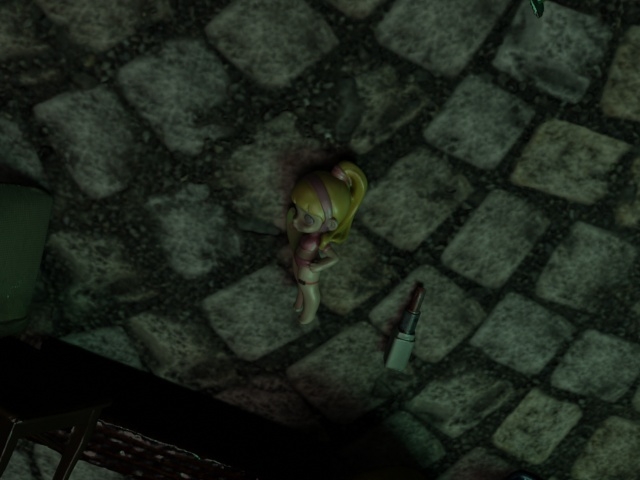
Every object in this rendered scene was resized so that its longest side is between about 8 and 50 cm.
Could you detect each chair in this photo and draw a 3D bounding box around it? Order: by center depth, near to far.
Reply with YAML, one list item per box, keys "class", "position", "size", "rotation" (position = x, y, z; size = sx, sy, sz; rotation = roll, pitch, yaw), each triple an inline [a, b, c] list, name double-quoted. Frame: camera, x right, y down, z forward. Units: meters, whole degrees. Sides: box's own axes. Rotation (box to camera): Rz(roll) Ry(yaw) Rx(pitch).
- class: "chair"
  position: [-0.316, 0.122, 1.328]
  size: [0.186, 0.160, 0.319]
  rotation: [30, 104, 26]

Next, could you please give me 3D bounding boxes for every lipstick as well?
- class: "lipstick"
  position: [0.099, 0.098, 1.485]
  size: [0.025, 0.025, 0.107]
  rotation: [12, 116, -10]

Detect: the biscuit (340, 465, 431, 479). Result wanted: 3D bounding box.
- class: "biscuit"
  position: [0.005, 0.379, 1.540]
  size: [0.314, 0.063, 0.367]
  rotation: [-36, 152, 4]

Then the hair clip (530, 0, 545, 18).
- class: "hair clip"
  position: [0.182, -0.283, 1.224]
  size: [0.049, 0.049, 0.173]
  rotation: [-27, 119, 15]

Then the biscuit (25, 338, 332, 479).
- class: "biscuit"
  position: [-0.167, 0.230, 1.513]
  size: [0.388, 0.107, 0.073]
  rotation: [22, 120, -16]

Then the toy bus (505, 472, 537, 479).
- class: "toy bus"
  position: [0.198, 0.463, 1.626]
  size: [0.152, 0.190, 0.312]
  rotation: [38, 115, -6]

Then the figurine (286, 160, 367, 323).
- class: "figurine"
  position: [0.000, 0.000, 1.394]
  size: [0.083, 0.083, 0.187]
  rotation: [5, 117, -5]
